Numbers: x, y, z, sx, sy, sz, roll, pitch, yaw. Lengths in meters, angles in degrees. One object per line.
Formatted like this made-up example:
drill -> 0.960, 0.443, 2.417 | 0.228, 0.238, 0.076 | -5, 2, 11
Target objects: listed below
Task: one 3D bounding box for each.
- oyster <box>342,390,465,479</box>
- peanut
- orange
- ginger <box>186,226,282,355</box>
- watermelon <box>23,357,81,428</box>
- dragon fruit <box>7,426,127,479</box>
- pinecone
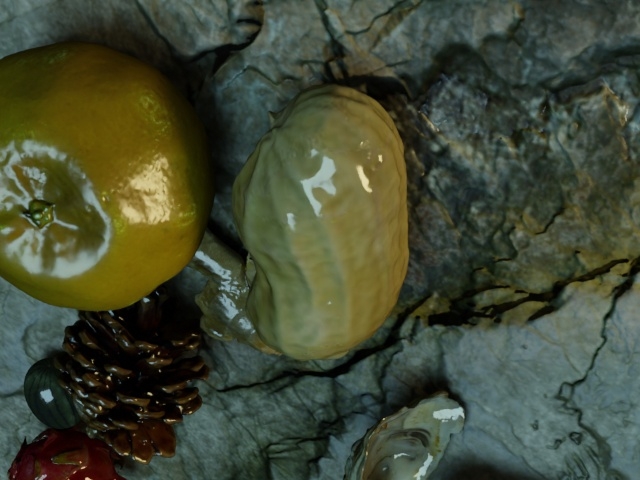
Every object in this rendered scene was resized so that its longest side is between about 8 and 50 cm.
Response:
oyster -> 0.078, 0.267, 1.299 | 0.107, 0.162, 0.232 | 49, 145, 41
peanut -> 0.006, -0.001, 1.101 | 0.174, 0.158, 0.339 | -19, 129, -13
orange -> -0.243, -0.060, 1.114 | 0.279, 0.235, 0.279 | 9, 119, 16
ginger -> -0.121, 0.049, 1.261 | 0.214, 0.059, 0.133 | 28, 127, 1
watermelon -> -0.352, 0.207, 1.473 | 0.078, 0.078, 0.110 | 0, 125, 24
dragon fruit -> -0.345, 0.321, 1.520 | 0.166, 0.136, 0.133 | 18, 133, -4
pinecone -> -0.219, 0.145, 1.304 | 0.186, 0.168, 0.212 | 29, 132, 8
